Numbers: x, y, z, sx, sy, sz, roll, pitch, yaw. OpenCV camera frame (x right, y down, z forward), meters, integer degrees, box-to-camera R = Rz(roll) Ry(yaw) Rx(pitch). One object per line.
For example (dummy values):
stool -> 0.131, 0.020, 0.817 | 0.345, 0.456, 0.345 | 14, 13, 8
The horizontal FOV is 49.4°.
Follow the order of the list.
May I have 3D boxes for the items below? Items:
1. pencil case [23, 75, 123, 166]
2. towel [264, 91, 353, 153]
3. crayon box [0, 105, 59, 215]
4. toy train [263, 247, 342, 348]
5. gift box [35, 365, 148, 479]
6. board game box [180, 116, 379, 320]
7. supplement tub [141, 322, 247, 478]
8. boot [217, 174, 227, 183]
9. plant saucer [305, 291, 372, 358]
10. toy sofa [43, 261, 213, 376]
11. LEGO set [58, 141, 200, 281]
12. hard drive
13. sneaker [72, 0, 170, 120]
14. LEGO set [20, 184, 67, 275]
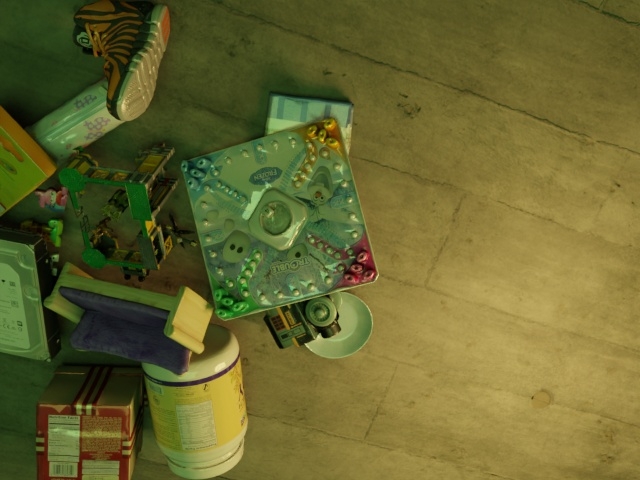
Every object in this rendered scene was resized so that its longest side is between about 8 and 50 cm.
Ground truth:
pencil case -> -0.521, -0.270, 1.545 | 0.273, 0.124, 0.114 | -31, 114, 8
towel -> -0.035, -0.201, 1.660 | 0.209, 0.034, 0.285 | 5, 109, -4
crayon box -> -0.705, -0.174, 1.506 | 0.318, 0.081, 0.202 | -21, 116, 41
toy train -> -0.079, 0.106, 1.704 | 0.190, 0.142, 0.334 | -25, 98, 14
gift box -> -0.580, 0.473, 1.751 | 0.254, 0.258, 0.277 | 8, 102, -8
board game box -> -0.102, -0.049, 1.590 | 0.389, 0.050, 0.390 | -15, 85, 9
supplement tub -> -0.310, 0.403, 1.758 | 0.240, 0.241, 0.332 | -5, 112, -3
boot -> -0.221, -0.101, 1.676 | 0.121, 0.045, 0.099 | -45, 110, 5
plant saucer -> 0.039, 0.215, 1.823 | 0.194, 0.037, 0.195 | -2, 111, -5
toy sofa -> -0.448, 0.180, 1.601 | 0.362, 0.150, 0.177 | 9, 68, 22
LEGO set -> -0.440, -0.091, 1.617 | 0.254, 0.192, 0.332 | 0, 126, 15
hard drive -> -0.752, 0.123, 1.651 | 0.236, 0.064, 0.339 | 11, 120, 8
sneaker -> -0.432, -0.378, 1.441 | 0.179, 0.321, 0.125 | 7, 143, 0
LEGO set -> -0.657, -0.040, 1.640 | 0.093, 0.087, 0.227 | 7, 112, -21
